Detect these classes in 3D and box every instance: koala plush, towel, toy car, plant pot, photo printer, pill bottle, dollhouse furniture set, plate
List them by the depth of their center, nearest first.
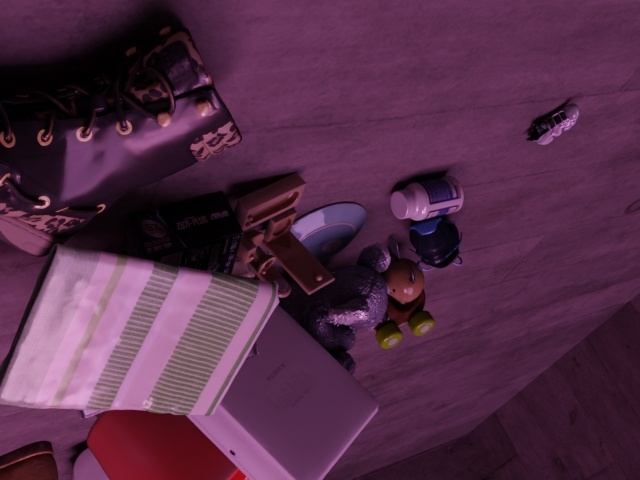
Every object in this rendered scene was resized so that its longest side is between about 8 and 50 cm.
[{"bbox_3d":[-0.228,0.127,1.029,0.324,0.038,0.248,13,118,-38],"label":"towel"},{"bbox_3d":[-0.048,0.003,1.202,0.144,0.123,0.151,-28,155,-37],"label":"dollhouse furniture set"},{"bbox_3d":[-0.083,0.250,1.313,0.256,0.307,0.107,-39,170,-47],"label":"photo printer"},{"bbox_3d":[0.184,-0.071,1.390,0.120,0.067,0.067,-13,151,-29],"label":"pill bottle"},{"bbox_3d":[0.000,0.000,1.394,0.188,0.024,0.188,-22,154,-12],"label":"plate"},{"bbox_3d":[-0.253,0.364,1.398,0.275,0.243,0.275,-47,167,-14],"label":"plant pot"},{"bbox_3d":[0.040,0.112,1.416,0.196,0.203,0.221,-59,-170,-34],"label":"koala plush"},{"bbox_3d":[0.146,0.089,1.573,0.149,0.155,0.188,-19,144,-18],"label":"toy car"},{"bbox_3d":[-0.487,0.546,1.807,0.136,0.136,0.246,-20,154,-16],"label":"pill bottle"}]

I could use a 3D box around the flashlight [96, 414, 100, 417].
[{"bbox_3d":[-0.387,0.260,1.423,0.103,0.103,0.304,-59,173,-27],"label":"flashlight"}]

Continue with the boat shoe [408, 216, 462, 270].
[{"bbox_3d":[0.210,0.015,1.499,0.109,0.089,0.258,-19,173,19],"label":"boat shoe"}]

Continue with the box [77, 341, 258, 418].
[{"bbox_3d":[-0.257,0.152,1.220,0.270,0.216,0.060,-18,113,-20],"label":"box"}]

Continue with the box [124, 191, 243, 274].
[{"bbox_3d":[-0.206,0.025,1.172,0.147,0.078,0.180,-16,153,-24],"label":"box"}]

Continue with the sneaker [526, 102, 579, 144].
[{"bbox_3d":[0.400,-0.202,1.391,0.069,0.038,0.098,-4,146,-42],"label":"sneaker"}]

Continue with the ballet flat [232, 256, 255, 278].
[{"bbox_3d":[-0.158,0.089,1.370,0.057,0.052,0.168,-10,150,-34],"label":"ballet flat"}]

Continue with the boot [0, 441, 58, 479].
[{"bbox_3d":[-0.675,0.520,1.603,0.305,0.115,0.112,-23,156,-7],"label":"boot"}]

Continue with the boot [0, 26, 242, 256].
[{"bbox_3d":[-0.246,-0.123,0.783,0.284,0.138,0.377,-26,159,0],"label":"boot"}]
